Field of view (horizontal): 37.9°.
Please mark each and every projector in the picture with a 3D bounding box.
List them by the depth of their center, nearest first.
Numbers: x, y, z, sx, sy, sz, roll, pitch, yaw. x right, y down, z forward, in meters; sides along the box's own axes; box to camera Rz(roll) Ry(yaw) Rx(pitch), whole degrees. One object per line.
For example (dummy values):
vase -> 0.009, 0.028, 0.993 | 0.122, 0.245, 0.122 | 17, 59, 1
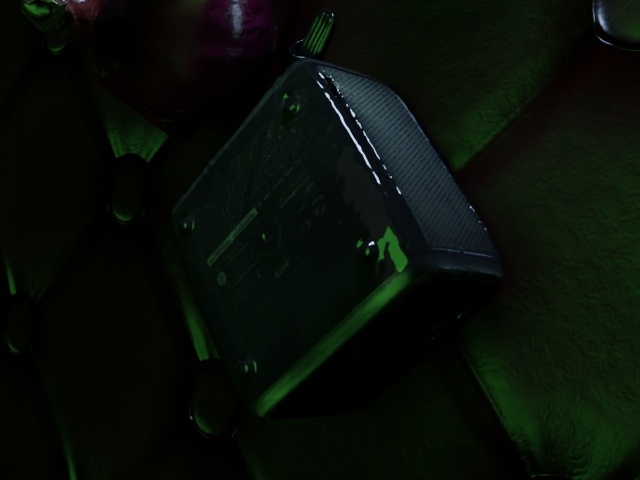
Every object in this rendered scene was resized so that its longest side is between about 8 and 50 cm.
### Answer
projector -> 0.000, 0.000, 1.388 | 0.395, 0.242, 0.405 | -46, 57, 31

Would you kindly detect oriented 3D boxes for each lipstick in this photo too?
lipstick -> -0.356, -0.290, 1.860 | 0.279, 0.073, 0.073 | 38, 111, 39

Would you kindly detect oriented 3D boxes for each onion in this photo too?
onion -> -0.298, -0.398, 1.577 | 0.398, 0.420, 0.399 | 5, 99, 34

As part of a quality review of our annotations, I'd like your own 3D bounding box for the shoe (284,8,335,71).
shoe -> -0.029, -0.319, 1.573 | 0.062, 0.053, 0.159 | 39, 109, 34
